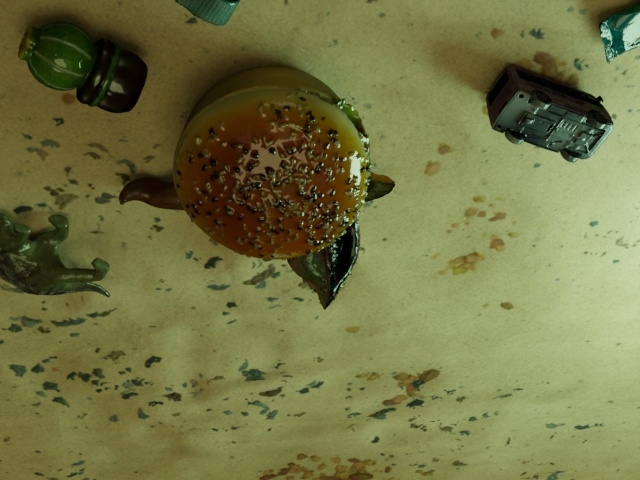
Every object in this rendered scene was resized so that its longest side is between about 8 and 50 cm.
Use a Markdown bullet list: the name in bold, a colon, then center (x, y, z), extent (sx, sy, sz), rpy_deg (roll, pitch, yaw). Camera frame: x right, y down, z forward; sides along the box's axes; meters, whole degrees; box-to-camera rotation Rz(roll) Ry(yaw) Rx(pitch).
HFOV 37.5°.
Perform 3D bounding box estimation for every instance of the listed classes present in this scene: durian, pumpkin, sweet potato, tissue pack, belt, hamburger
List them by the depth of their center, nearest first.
- **belt**: center (-0.179, -0.344, 1.172), extent (0.179, 0.100, 0.065), rpy_deg (33, 126, -18)
- **tissue pack**: center (0.462, -0.315, 1.336), extent (0.138, 0.028, 0.085), rpy_deg (-25, 139, 10)
- **hamburger**: center (-0.063, -0.105, 1.349), extent (0.300, 0.176, 0.300), rpy_deg (-6, 131, -7)
- **sweet potato**: center (-0.210, -0.072, 1.461), extent (0.202, 0.055, 0.058), rpy_deg (3, 146, -14)
- **pumpkin**: center (0.062, -0.091, 1.507), extent (0.101, 0.035, 0.073), rpy_deg (7, 150, -17)
- **durian**: center (-0.004, 0.000, 1.566), extent (0.108, 0.119, 0.187), rpy_deg (18, 131, 27)

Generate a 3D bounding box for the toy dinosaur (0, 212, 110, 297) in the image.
- **toy dinosaur**: center (-0.467, 0.025, 1.515), extent (0.294, 0.077, 0.162), rpy_deg (27, 133, -15)

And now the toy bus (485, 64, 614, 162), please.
- **toy bus**: center (0.341, -0.191, 1.400), extent (0.178, 0.098, 0.087), rpy_deg (15, 131, -20)

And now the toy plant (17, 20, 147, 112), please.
- **toy plant**: center (-0.317, -0.231, 1.245), extent (0.162, 0.093, 0.093), rpy_deg (21, 130, -29)
